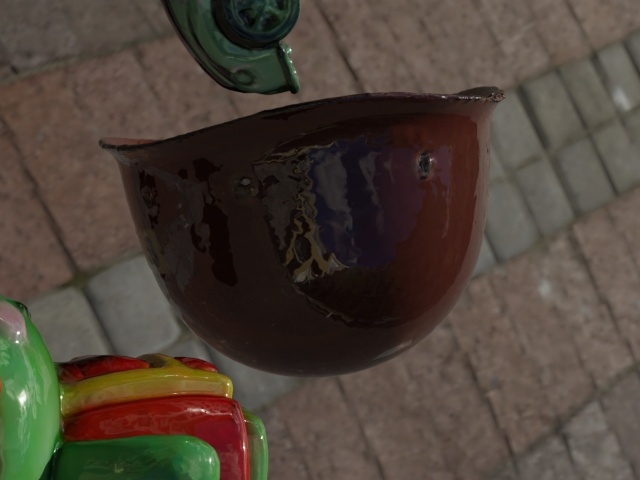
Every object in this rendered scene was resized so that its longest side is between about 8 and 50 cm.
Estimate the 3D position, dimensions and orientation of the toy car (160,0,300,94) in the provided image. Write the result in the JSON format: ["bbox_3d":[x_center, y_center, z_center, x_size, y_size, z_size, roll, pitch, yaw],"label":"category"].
[{"bbox_3d":[-0.102,-0.231,1.070,0.136,0.125,0.306,-103,174,-77],"label":"toy car"}]

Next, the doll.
[{"bbox_3d":[-0.201,0.083,0.683,0.363,0.182,0.160,22,79,-26],"label":"doll"}]

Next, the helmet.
[{"bbox_3d":[0.000,0.000,1.328,0.337,0.385,0.230,-8,95,-12],"label":"helmet"}]
